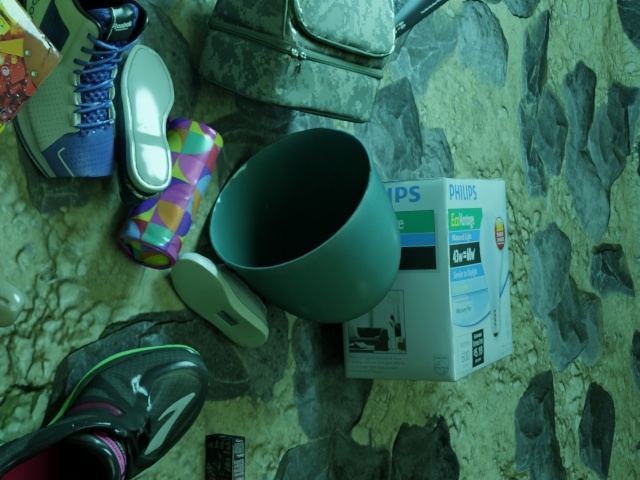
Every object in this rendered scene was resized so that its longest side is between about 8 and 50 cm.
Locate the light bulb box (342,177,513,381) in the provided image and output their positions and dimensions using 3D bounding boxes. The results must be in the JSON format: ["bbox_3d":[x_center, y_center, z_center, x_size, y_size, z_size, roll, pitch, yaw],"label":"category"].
[{"bbox_3d":[0.207,0.062,1.930,0.358,0.225,0.361,-7,94,-63],"label":"light bulb box"}]

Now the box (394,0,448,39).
[{"bbox_3d":[0.123,-0.505,1.852,0.242,0.307,0.076,48,12,-40],"label":"box"}]

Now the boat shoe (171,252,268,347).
[{"bbox_3d":[-0.161,0.083,1.639,0.227,0.079,0.081,50,28,-36],"label":"boat shoe"}]

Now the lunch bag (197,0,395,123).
[{"bbox_3d":[-0.027,-0.346,1.656,0.305,0.212,0.256,5,105,-49],"label":"lunch bag"}]

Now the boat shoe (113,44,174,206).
[{"bbox_3d":[-0.267,-0.170,1.494,0.095,0.079,0.254,10,61,-39],"label":"boat shoe"}]

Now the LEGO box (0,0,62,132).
[{"bbox_3d":[-0.570,-0.250,1.032,0.500,0.193,0.372,54,49,-35],"label":"LEGO box"}]

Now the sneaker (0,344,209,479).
[{"bbox_3d":[-0.301,0.292,1.339,0.483,0.202,0.185,-33,115,-47],"label":"sneaker"}]

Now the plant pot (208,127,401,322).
[{"bbox_3d":[0.000,0.000,1.672,0.235,0.293,0.293,54,49,-41],"label":"plant pot"}]

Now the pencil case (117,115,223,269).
[{"bbox_3d":[-0.228,-0.074,1.536,0.104,0.104,0.236,44,54,-41],"label":"pencil case"}]

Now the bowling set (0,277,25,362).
[{"bbox_3d":[-0.484,0.164,1.194,0.154,0.200,0.287,29,59,-3],"label":"bowling set"}]

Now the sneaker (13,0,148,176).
[{"bbox_3d":[-0.321,-0.240,1.355,0.127,0.182,0.315,-19,103,-49],"label":"sneaker"}]

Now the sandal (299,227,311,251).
[{"bbox_3d":[0.014,0.021,1.880,0.179,0.040,0.067,34,61,-40],"label":"sandal"}]

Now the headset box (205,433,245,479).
[{"bbox_3d":[-0.154,0.358,1.633,0.032,0.062,0.083,2,86,-51],"label":"headset box"}]
